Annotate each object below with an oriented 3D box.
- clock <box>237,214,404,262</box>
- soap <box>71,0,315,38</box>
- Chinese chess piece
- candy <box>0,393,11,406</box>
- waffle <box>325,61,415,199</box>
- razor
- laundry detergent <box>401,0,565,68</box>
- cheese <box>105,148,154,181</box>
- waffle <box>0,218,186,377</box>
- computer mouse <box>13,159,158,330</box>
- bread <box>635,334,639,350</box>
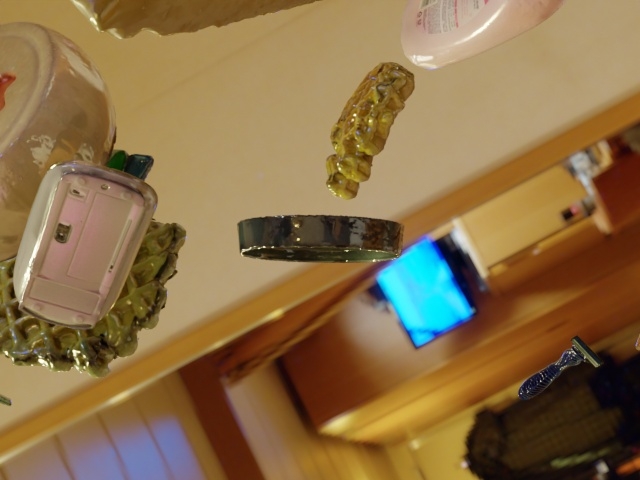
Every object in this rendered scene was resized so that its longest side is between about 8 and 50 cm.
[{"bbox_3d":[0.000,0.000,1.542,0.215,0.214,0.042,30,-119,-77],"label":"clock"},{"bbox_3d":[-0.099,-0.295,0.738,0.293,0.156,0.335,-28,-109,-42],"label":"soap"},{"bbox_3d":[-0.422,-0.123,1.554,0.140,0.338,0.338,47,-165,-42],"label":"Chinese chess piece"},{"bbox_3d":[-0.534,0.205,1.806,0.093,0.092,0.335,18,164,15],"label":"candy"},{"bbox_3d":[0.044,-0.125,1.296,0.051,0.149,0.194,32,-171,-11],"label":"waffle"},{"bbox_3d":[0.277,0.151,1.409,0.044,0.028,0.154,45,145,5],"label":"razor"},{"bbox_3d":[0.224,-0.304,1.442,0.087,0.159,0.335,26,161,-25],"label":"laundry detergent"},{"bbox_3d":[-0.347,-0.089,1.660,0.320,0.204,0.083,8,155,45],"label":"cheese"},{"bbox_3d":[-0.359,0.068,1.791,0.297,0.317,0.073,-64,-31,-27],"label":"waffle"},{"bbox_3d":[-0.259,0.002,1.316,0.125,0.245,0.056,16,-137,-14],"label":"computer mouse"},{"bbox_3d":[0.475,0.126,1.537,0.126,0.129,0.044,21,-111,-46],"label":"bread"}]
